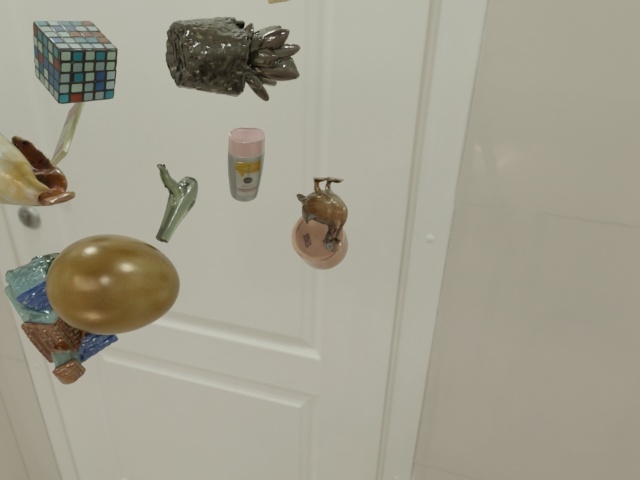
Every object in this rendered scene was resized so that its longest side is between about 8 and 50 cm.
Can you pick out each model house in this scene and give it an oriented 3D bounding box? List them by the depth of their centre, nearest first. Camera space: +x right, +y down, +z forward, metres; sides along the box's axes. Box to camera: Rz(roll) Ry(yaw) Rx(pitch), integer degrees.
[{"bbox_3d":[-0.740,0.242,1.552,0.251,0.295,0.329,-27,49,-20],"label":"model house"}]

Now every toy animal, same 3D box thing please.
[{"bbox_3d":[0.000,-0.067,1.286,0.089,0.179,0.188,-5,10,-37],"label":"toy animal"}]

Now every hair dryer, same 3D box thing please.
[{"bbox_3d":[-0.452,-0.102,1.569,0.088,0.219,0.225,13,-3,12],"label":"hair dryer"}]

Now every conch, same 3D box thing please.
[{"bbox_3d":[-0.504,-0.100,0.805,0.255,0.127,0.158,36,4,23],"label":"conch"}]

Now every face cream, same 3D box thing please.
[{"bbox_3d":[-0.173,-0.173,1.220,0.084,0.198,0.057,-6,56,-14],"label":"face cream"},{"bbox_3d":[0.000,0.000,1.478,0.149,0.149,0.104,9,-15,13],"label":"face cream"}]

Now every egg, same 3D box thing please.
[{"bbox_3d":[-0.514,0.111,1.326,0.322,0.250,0.250,9,19,-37],"label":"egg"}]

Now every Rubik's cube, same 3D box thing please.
[{"bbox_3d":[-0.755,-0.551,1.620,0.187,0.184,0.182,-20,56,-43],"label":"Rubik's cube"}]

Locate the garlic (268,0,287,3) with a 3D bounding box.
[{"bbox_3d":[-0.125,-0.757,1.624,0.083,0.053,0.041,1,-17,30],"label":"garlic"}]

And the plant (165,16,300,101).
[{"bbox_3d":[-0.215,-0.472,1.328,0.320,0.194,0.182,-12,55,-35],"label":"plant"}]

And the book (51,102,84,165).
[{"bbox_3d":[-0.878,-0.377,1.824,0.022,0.232,0.162,22,-28,-35],"label":"book"}]
